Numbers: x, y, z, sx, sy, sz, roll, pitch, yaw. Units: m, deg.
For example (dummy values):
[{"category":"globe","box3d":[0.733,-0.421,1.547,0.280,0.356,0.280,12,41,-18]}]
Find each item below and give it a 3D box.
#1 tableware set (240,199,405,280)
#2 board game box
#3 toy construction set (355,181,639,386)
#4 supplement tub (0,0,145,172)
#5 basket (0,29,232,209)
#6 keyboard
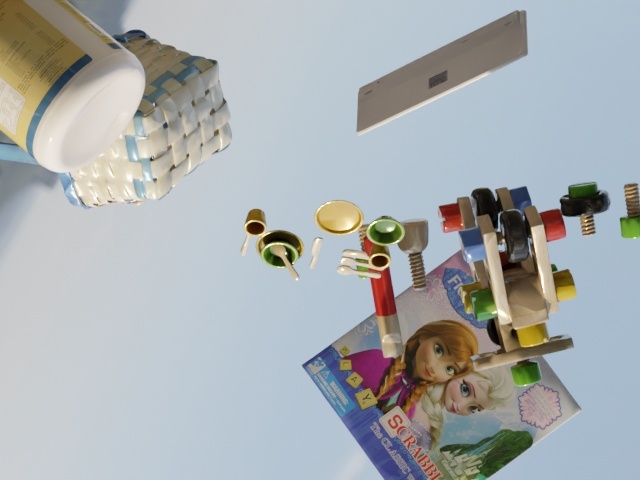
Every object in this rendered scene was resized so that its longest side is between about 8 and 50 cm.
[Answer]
[{"category":"tableware set","box3d":[0.000,0.000,1.484,0.104,0.154,0.024,108,-10,-45]},{"category":"board game box","box3d":[0.189,0.231,2.400,0.318,0.318,0.066,-37,176,-1]},{"category":"toy construction set","box3d":[0.192,0.074,1.751,0.257,0.309,0.237,9,-70,62]},{"category":"supplement tub","box3d":[-0.291,-0.179,1.535,0.144,0.200,0.144,-46,165,-16]},{"category":"basket","box3d":[-0.285,-0.157,1.996,0.255,0.289,0.201,-42,138,-44]},{"category":"keyboard","box3d":[0.145,-0.203,1.862,0.256,0.014,0.072,-24,-127,34]}]
